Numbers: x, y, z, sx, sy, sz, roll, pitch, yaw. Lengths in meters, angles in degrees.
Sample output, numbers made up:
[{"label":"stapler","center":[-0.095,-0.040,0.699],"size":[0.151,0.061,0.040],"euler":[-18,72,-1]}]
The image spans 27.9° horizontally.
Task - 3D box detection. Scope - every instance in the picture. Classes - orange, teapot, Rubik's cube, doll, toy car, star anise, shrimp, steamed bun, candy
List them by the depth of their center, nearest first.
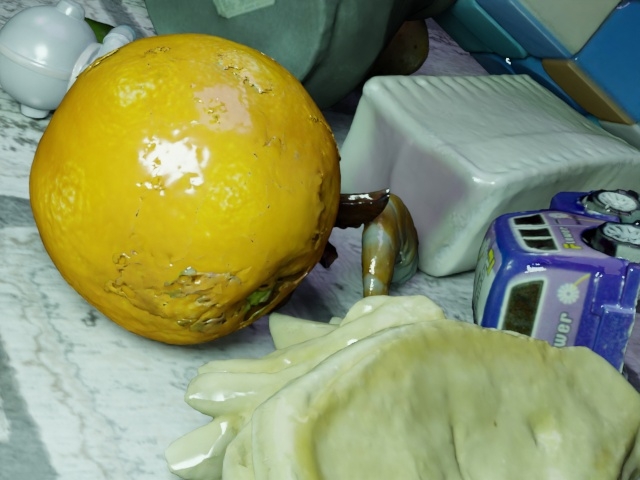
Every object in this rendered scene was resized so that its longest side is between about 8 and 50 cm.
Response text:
[{"label":"steamed bun","center":[0.044,0.140,0.934],"size":[0.428,0.189,0.247],"euler":[-14,75,-50]},{"label":"orange","center":[-0.106,-0.045,1.020],"size":[0.246,0.246,0.246],"euler":[20,28,-11]},{"label":"star anise","center":[-0.002,-0.009,1.193],"size":[0.140,0.158,0.144],"euler":[46,10,36]},{"label":"shrimp","center":[0.064,0.042,1.212],"size":[0.049,0.161,0.166],"euler":[-1,64,9]},{"label":"doll","center":[-0.190,-0.142,1.246],"size":[0.287,0.151,0.151],"euler":[24,27,6]},{"label":"toy car","center":[0.229,0.042,1.253],"size":[0.158,0.172,0.235],"euler":[9,23,0]},{"label":"teapot","center":[0.032,-0.327,1.413],"size":[0.376,0.306,0.361],"euler":[-9,18,40]},{"label":"candy","center":[0.197,-0.079,1.451],"size":[0.208,0.145,0.358],"euler":[40,30,29]},{"label":"Rubik's cube","center":[0.385,-0.318,1.610],"size":[0.346,0.347,0.344],"euler":[40,-4,-17]}]

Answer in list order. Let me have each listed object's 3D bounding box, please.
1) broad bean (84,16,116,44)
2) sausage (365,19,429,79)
[{"label":"broad bean","center":[-0.181,-0.178,1.411],"size":[0.254,0.046,0.065],"euler":[36,28,18]},{"label":"sausage","center":[-0.090,-0.321,1.655],"size":[0.500,0.123,0.136],"euler":[18,40,-12]}]
